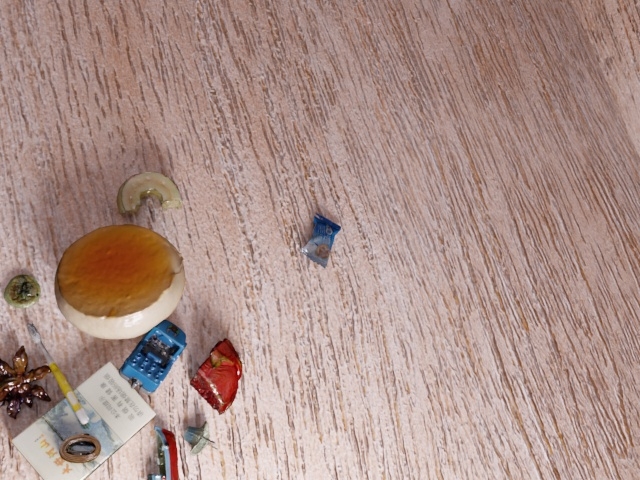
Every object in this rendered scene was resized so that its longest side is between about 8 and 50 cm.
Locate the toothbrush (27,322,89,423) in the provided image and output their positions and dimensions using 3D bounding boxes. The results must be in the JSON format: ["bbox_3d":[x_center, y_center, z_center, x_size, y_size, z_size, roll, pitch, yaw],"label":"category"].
[{"bbox_3d":[-0.583,0.290,1.484,0.021,0.024,0.288,-29,60,-25],"label":"toothbrush"}]

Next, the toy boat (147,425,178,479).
[{"bbox_3d":[-0.353,0.503,1.499,0.058,0.069,0.173,3,71,-26],"label":"toy boat"}]

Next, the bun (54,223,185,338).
[{"bbox_3d":[-0.458,0.109,1.571,0.298,0.165,0.299,1,53,-2],"label":"bun"}]

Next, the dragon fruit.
[{"bbox_3d":[-0.225,0.313,1.599,0.127,0.120,0.161,41,56,-5],"label":"dragon fruit"}]

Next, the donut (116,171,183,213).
[{"bbox_3d":[-0.448,-0.121,1.739,0.165,0.065,0.108,-12,72,-22],"label":"donut"}]

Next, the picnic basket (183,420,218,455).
[{"bbox_3d":[-0.273,0.460,1.553,0.083,0.065,0.083,16,57,12],"label":"picnic basket"}]

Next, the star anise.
[{"bbox_3d":[-0.672,0.314,1.482,0.167,0.057,0.168,13,56,-20],"label":"star anise"}]

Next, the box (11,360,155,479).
[{"bbox_3d":[-0.517,0.415,1.481,0.164,0.069,0.256,47,61,5],"label":"box"}]

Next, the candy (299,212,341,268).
[{"bbox_3d":[-0.001,-0.001,1.858,0.088,0.038,0.136,30,68,-20],"label":"candy"}]

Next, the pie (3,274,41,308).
[{"bbox_3d":[-0.698,0.119,1.575,0.084,0.021,0.084,7,67,-16],"label":"pie"}]

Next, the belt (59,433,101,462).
[{"bbox_3d":[-0.506,0.438,1.415,0.083,0.036,0.059,5,65,-20],"label":"belt"}]

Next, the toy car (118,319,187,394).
[{"bbox_3d":[-0.376,0.258,1.555,0.097,0.100,0.191,37,39,-8],"label":"toy car"}]
